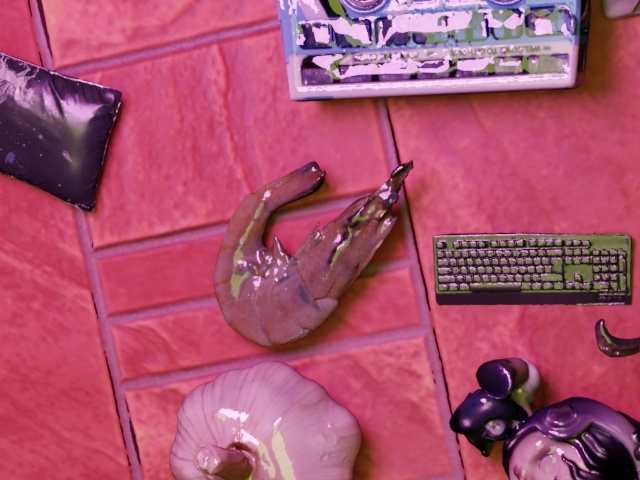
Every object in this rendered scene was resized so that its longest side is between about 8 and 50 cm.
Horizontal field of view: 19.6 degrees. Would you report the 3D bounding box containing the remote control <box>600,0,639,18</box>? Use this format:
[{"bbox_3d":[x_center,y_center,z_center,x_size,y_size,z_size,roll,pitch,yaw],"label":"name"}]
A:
[{"bbox_3d":[0.294,-0.373,1.752,0.109,0.055,0.313,-10,93,14],"label":"remote control"}]

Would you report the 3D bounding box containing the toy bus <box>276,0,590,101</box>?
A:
[{"bbox_3d":[0.112,-0.204,1.787,0.297,0.106,0.131,-1,97,15],"label":"toy bus"}]

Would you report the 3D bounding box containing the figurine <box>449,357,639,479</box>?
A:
[{"bbox_3d":[0.244,0.205,1.790,0.222,0.145,0.145,39,102,18],"label":"figurine"}]

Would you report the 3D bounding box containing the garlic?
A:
[{"bbox_3d":[-0.066,0.218,1.805,0.199,0.226,0.199,0,90,14],"label":"garlic"}]

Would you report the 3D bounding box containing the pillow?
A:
[{"bbox_3d":[-0.314,-0.126,1.920,0.208,0.055,0.141,19,107,12],"label":"pillow"}]

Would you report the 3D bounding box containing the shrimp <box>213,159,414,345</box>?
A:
[{"bbox_3d":[-0.014,-0.009,1.859,0.145,0.059,0.254,40,107,17],"label":"shrimp"}]

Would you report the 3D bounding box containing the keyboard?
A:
[{"bbox_3d":[0.208,0.029,1.829,0.196,0.015,0.074,0,95,14],"label":"keyboard"}]

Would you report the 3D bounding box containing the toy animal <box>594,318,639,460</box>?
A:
[{"bbox_3d":[0.374,0.123,1.740,0.233,0.084,0.148,-1,54,-5],"label":"toy animal"}]
